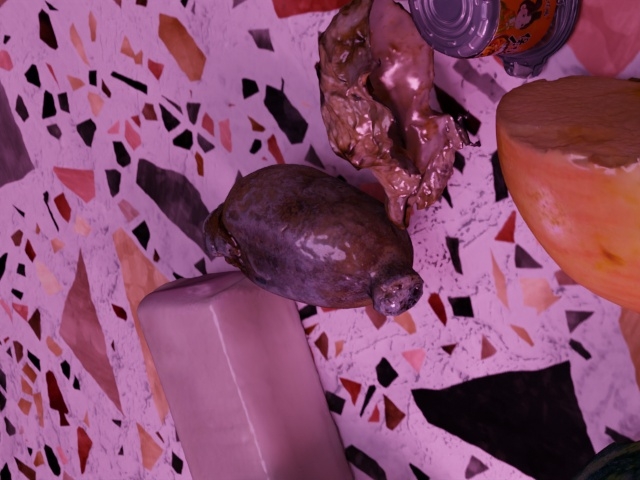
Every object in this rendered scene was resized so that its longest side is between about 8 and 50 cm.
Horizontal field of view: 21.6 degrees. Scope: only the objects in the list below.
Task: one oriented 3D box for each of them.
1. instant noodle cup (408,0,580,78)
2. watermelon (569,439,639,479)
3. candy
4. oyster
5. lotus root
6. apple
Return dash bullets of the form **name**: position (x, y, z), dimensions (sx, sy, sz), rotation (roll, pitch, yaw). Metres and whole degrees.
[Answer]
- **instant noodle cup**: position (0.178, -0.270, 1.834), dimensions (0.177, 0.125, 0.208), rotation (-17, 92, 49)
- **watermelon**: position (0.354, 0.310, 1.764), dimensions (0.292, 0.319, 0.222), rotation (30, 117, 31)
- **candy**: position (-0.110, 0.219, 2.331), dimensions (0.208, 0.145, 0.358), rotation (-13, 96, 49)
- **oyster**: position (0.086, -0.151, 1.920), dimensions (0.133, 0.197, 0.337), rotation (8, 150, 29)
- **lotus root**: position (0.002, -0.002, 2.113), dimensions (0.349, 0.175, 0.175), rotation (19, 119, 41)
- **apple**: position (0.327, -0.056, 1.720), dimensions (0.309, 0.314, 0.252), rotation (11, 70, 39)
